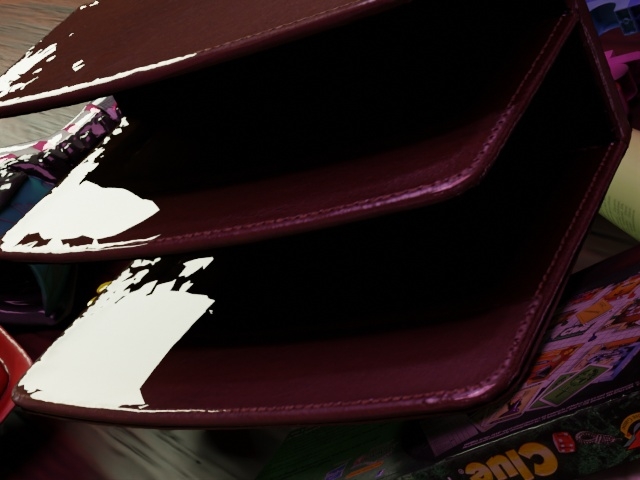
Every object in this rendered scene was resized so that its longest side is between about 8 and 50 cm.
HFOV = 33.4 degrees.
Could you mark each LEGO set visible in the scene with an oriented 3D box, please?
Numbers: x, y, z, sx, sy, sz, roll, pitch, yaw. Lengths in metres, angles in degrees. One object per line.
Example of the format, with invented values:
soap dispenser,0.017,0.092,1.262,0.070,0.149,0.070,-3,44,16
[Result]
LEGO set,0.247,-0.148,0.659,0.227,0.087,0.093,-10,34,39

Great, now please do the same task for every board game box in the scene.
board game box,0.068,0.069,0.462,0.260,0.030,0.136,-30,12,39

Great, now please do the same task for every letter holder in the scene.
letter holder,-0.040,-0.033,0.515,0.302,0.152,0.214,-7,34,37

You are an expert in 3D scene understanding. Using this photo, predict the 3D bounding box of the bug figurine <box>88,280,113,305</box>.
bug figurine,0.000,0.000,0.672,0.279,0.072,0.216,-19,29,20

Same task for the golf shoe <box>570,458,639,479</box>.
golf shoe,0.078,0.166,0.372,0.140,0.115,0.306,-10,37,29

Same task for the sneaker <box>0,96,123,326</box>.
sneaker,-0.181,-0.034,0.787,0.295,0.124,0.178,-28,28,13

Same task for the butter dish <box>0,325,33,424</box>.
butter dish,-0.286,0.095,0.676,0.160,0.118,0.160,-53,39,-9

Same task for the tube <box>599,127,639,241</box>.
tube,0.168,-0.043,0.612,0.062,0.070,0.240,-24,34,-18
